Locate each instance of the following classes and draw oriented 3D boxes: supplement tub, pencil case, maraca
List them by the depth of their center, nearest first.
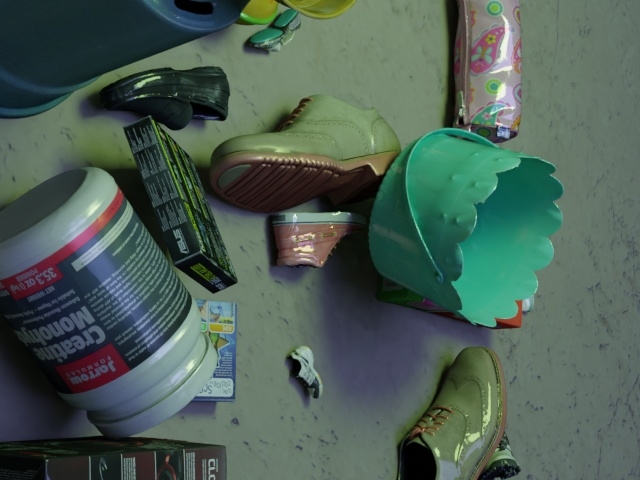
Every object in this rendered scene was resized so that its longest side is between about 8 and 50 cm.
[{"bbox_3d":[-0.258,0.071,1.516,0.272,0.191,0.191,59,46,-21],"label":"supplement tub"},{"bbox_3d":[-0.116,-0.376,1.830,0.127,0.099,0.186,11,53,-44],"label":"maraca"},{"bbox_3d":[0.287,-0.308,2.288,0.124,0.124,0.284,11,79,-49],"label":"pencil case"}]

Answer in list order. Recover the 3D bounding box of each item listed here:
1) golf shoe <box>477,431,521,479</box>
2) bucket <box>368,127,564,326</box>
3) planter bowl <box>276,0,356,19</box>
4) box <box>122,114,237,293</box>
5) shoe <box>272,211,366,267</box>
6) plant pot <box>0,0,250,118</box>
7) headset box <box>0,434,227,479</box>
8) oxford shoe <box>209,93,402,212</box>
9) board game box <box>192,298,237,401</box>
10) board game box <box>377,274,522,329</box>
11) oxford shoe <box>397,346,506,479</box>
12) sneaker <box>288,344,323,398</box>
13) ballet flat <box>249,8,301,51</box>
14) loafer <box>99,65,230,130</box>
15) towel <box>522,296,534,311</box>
[{"bbox_3d":[0.286,0.358,2.209,0.198,0.077,0.094,86,-7,-79],"label":"golf shoe"},{"bbox_3d":[0.214,-0.024,1.960,0.281,0.183,0.281,-30,131,-43],"label":"bucket"},{"bbox_3d":[-0.045,-0.333,1.387,0.217,0.090,0.217,9,78,-50],"label":"planter bowl"},{"bbox_3d":[-0.172,-0.041,1.649,0.184,0.045,0.191,43,24,-73],"label":"box"},{"bbox_3d":[0.000,0.000,1.954,0.178,0.063,0.081,-1,88,-45],"label":"shoe"},{"bbox_3d":[-0.261,-0.328,1.460,0.341,0.334,0.341,9,78,-49],"label":"plant pot"},{"bbox_3d":[-0.261,0.281,1.482,0.293,0.218,0.110,6,83,-50],"label":"headset box"},{"bbox_3d":[-0.028,-0.132,1.906,0.397,0.140,0.147,-2,66,-53],"label":"oxford shoe"},{"bbox_3d":[-0.190,0.143,1.725,0.201,0.035,0.136,10,78,-49],"label":"board game box"},{"bbox_3d":[0.227,0.007,2.208,0.316,0.064,0.242,15,74,-45],"label":"board game box"},{"bbox_3d":[0.205,0.313,2.121,0.130,0.123,0.348,37,57,-35],"label":"oxford shoe"},{"bbox_3d":[-0.024,0.196,1.929,0.037,0.032,0.083,-26,101,-34],"label":"sneaker"},{"bbox_3d":[-0.063,-0.298,1.929,0.114,0.041,0.041,-47,121,-41],"label":"ballet flat"},{"bbox_3d":[-0.195,-0.183,1.723,0.223,0.076,0.078,-13,88,-54],"label":"loafer"},{"bbox_3d":[0.342,0.071,2.386,0.152,0.023,0.113,8,79,-50],"label":"towel"}]
